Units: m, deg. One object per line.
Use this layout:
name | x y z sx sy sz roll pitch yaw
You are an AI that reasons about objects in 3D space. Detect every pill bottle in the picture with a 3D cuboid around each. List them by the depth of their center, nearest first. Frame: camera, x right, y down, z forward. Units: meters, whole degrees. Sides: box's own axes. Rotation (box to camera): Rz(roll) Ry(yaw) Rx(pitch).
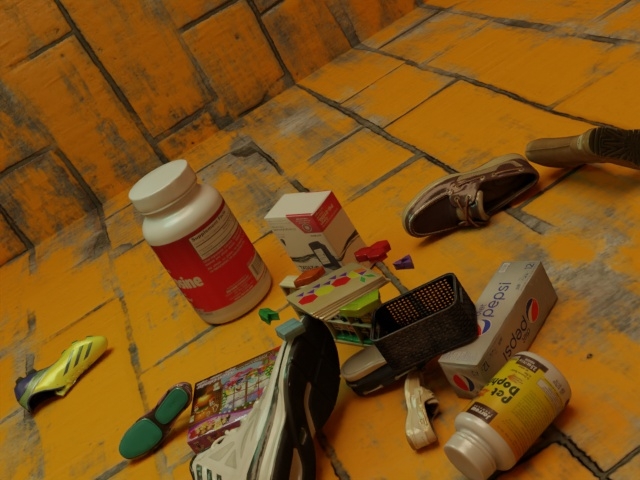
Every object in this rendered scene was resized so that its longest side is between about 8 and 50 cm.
pill bottle | 0.301 0.289 1.356 0.215 0.117 0.117 -41 28 -21
pill bottle | -0.318 0.001 2.183 0.229 0.407 0.229 -24 26 13

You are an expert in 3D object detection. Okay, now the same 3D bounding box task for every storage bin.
storage bin | 0.192 0.152 1.547 0.180 0.084 0.122 -27 22 19

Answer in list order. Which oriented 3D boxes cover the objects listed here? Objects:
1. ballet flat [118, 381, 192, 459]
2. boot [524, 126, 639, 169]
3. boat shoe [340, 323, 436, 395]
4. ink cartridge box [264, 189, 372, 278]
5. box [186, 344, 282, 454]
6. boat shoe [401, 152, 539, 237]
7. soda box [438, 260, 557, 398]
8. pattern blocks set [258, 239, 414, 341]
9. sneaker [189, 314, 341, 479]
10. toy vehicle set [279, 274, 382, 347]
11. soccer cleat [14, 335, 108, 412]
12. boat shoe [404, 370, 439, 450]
ballet flat | -0.363 0.405 1.879 0.221 0.077 0.079 -48 -5 5
boot | 0.631 -0.202 1.890 0.269 0.236 0.089 -179 103 -77
boat shoe | 0.166 0.233 1.643 0.255 0.079 0.095 -29 28 8
ink cartridge box | 0.000 0.000 2.052 0.172 0.237 0.100 -2 41 44
box | -0.144 0.334 1.809 0.293 0.057 0.201 -25 27 10
boat shoe | 0.360 -0.095 1.985 0.342 0.123 0.123 -23 25 0
soda box | 0.337 0.164 1.563 0.091 0.098 0.286 -2 38 46
pattern blocks set | 0.036 0.100 1.667 0.325 0.026 0.285 -24 20 -10
sneaker | -0.125 0.342 1.601 0.258 0.169 0.447 -14 42 31
toy vehicle set | 0.041 0.156 1.811 0.267 0.166 0.035 2 40 48
soccer cleat | -0.712 0.376 2.328 0.289 0.093 0.121 -33 56 -15
boat shoe | 0.189 0.305 1.518 0.059 0.063 0.170 -18 38 19
